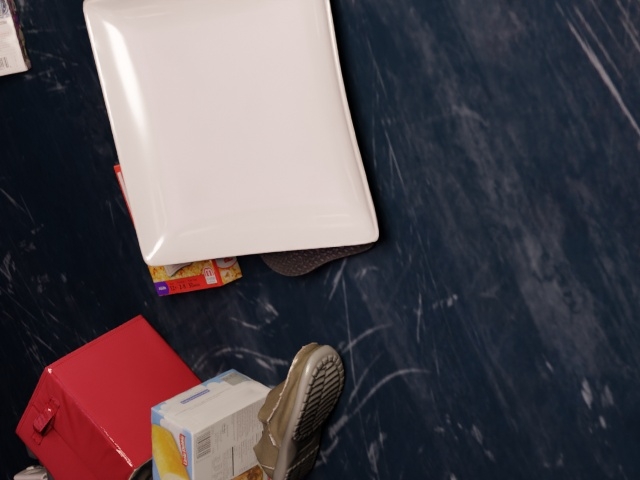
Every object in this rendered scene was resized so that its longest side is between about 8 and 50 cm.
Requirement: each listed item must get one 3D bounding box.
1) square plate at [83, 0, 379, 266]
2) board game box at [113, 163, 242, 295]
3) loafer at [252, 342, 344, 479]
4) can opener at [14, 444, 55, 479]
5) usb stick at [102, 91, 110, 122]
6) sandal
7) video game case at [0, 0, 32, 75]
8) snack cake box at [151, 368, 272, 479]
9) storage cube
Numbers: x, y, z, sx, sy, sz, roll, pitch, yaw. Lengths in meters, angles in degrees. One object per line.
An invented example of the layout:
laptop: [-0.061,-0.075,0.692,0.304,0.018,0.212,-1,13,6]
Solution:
square plate: [-0.106,-0.152,1.629,0.344,0.049,0.347,-6,102,30]
board game box: [-0.194,-0.028,1.838,0.147,0.045,0.193,-12,99,48]
loafer: [-0.042,0.222,1.758,0.087,0.094,0.251,37,131,23]
can opener: [-0.420,0.367,2.234,0.280,0.074,0.093,-7,102,47]
usb stick: [-0.186,-0.166,1.768,0.278,0.045,0.077,11,121,43]
sandal: [0.000,0.000,1.661,0.179,0.040,0.067,-13,104,34]
video game case: [-0.561,-0.327,1.978,0.232,0.042,0.210,-13,103,4]
snack cake box: [-0.146,0.329,1.873,0.089,0.152,0.264,23,123,38]
storage cube: [-0.291,0.261,1.953,0.193,0.215,0.183,46,135,13]
